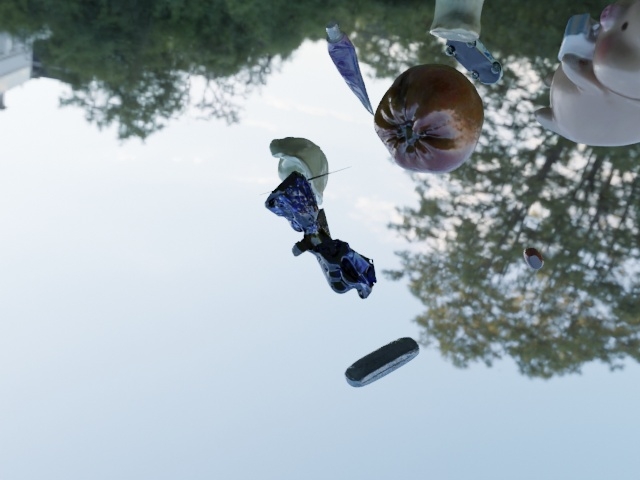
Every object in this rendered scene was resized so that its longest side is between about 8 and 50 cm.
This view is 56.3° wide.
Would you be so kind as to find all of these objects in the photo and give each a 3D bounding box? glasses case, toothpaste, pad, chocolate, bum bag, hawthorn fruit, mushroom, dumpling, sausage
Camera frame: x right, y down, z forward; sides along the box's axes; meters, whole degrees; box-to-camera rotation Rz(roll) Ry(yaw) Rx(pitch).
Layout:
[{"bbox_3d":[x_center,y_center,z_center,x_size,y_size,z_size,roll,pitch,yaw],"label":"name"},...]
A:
[{"bbox_3d":[0.211,0.416,2.058,0.282,0.067,0.109,-27,-157,-14],"label":"glasses case"},{"bbox_3d":[0.080,-0.446,1.570,0.075,0.048,0.301,24,160,35],"label":"toothpaste"},{"bbox_3d":[-0.040,-0.175,1.737,0.176,0.002,0.266,-10,-171,41],"label":"pad"},{"bbox_3d":[0.002,0.003,1.433,0.343,0.148,0.126,53,-176,0],"label":"chocolate"},{"bbox_3d":[0.000,-0.027,1.804,0.026,0.109,0.159,-8,-160,15],"label":"bum bag"},{"bbox_3d":[0.295,-0.316,1.526,0.298,0.277,0.277,-27,-136,-36],"label":"hawthorn fruit"},{"bbox_3d":[0.316,-0.615,1.192,0.315,0.356,0.315,21,159,8],"label":"mushroom"},{"bbox_3d":[-0.041,-0.239,2.116,0.318,0.187,0.243,48,180,-40],"label":"dumpling"},{"bbox_3d":[0.809,0.067,2.269,0.094,0.059,0.054,50,-164,-26],"label":"sausage"}]

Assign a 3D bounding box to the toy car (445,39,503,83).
[{"bbox_3d":[0.448,-0.530,1.732,0.204,0.056,0.095,33,161,-26],"label":"toy car"}]

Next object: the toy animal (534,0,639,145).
[{"bbox_3d":[0.451,-0.259,0.857,0.212,0.195,0.256,22,162,13],"label":"toy animal"}]
